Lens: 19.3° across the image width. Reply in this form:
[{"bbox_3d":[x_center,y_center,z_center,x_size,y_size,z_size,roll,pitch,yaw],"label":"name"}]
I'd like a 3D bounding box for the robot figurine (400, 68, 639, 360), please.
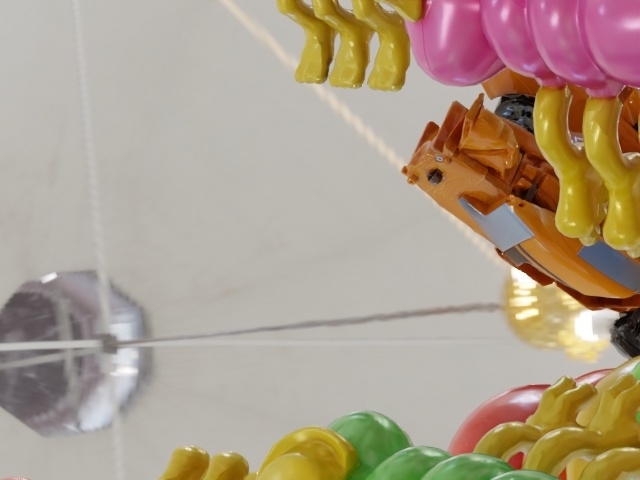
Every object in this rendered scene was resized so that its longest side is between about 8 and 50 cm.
[{"bbox_3d":[0.196,-0.019,1.117,0.291,0.085,0.211,33,-124,-13],"label":"robot figurine"}]

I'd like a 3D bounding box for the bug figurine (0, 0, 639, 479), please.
[{"bbox_3d":[0.000,0.000,0.441,0.072,0.216,0.279,28,-106,-44],"label":"bug figurine"}]

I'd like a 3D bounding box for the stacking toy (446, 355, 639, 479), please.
[{"bbox_3d":[0.148,0.089,0.703,0.141,0.330,0.141,6,-105,-26],"label":"stacking toy"}]
